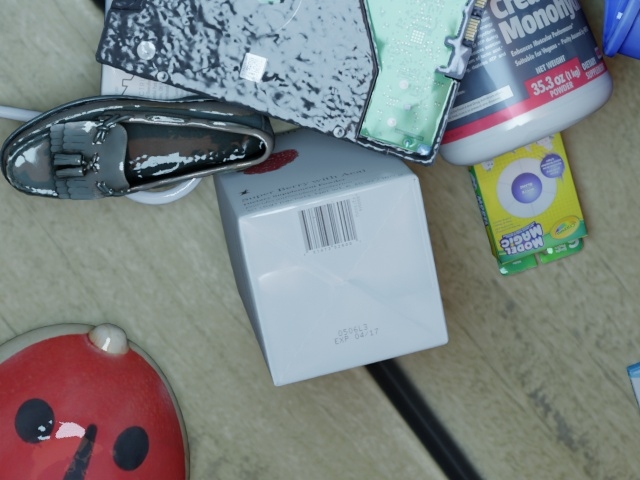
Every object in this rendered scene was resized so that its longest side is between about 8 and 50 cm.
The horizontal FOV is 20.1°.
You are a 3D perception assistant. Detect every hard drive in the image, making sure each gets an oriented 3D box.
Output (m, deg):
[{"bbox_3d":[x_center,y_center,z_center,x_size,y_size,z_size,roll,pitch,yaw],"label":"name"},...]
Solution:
[{"bbox_3d":[-0.018,-0.231,1.703,0.339,0.064,0.236,17,103,2],"label":"hard drive"}]

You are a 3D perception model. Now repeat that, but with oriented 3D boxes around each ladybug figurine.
[{"bbox_3d":[-0.295,0.300,1.910,0.305,0.162,0.449,15,101,-13],"label":"ladybug figurine"}]

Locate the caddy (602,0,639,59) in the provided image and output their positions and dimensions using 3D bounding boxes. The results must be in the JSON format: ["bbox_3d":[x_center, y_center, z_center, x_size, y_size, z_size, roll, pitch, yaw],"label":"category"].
[{"bbox_3d":[0.375,-0.320,1.772,0.179,0.241,0.341,22,130,3],"label":"caddy"}]

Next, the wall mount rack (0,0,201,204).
[{"bbox_3d":[-0.215,-0.218,1.812,0.304,0.130,0.350,1,104,-13],"label":"wall mount rack"}]

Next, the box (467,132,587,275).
[{"bbox_3d":[0.222,-0.053,1.966,0.105,0.043,0.179,-19,108,-3],"label":"box"}]

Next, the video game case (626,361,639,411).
[{"bbox_3d":[0.431,0.199,2.080,0.119,0.015,0.166,-21,107,-3],"label":"video game case"}]

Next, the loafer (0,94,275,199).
[{"bbox_3d":[-0.175,-0.090,1.744,0.268,0.084,0.096,-10,111,-9],"label":"loafer"}]

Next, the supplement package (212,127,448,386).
[{"bbox_3d":[0.000,0.000,1.811,0.178,0.293,0.175,-14,107,-6],"label":"supplement package"}]

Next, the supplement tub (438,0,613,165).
[{"bbox_3d":[0.161,-0.229,1.817,0.191,0.191,0.272,-25,96,-2],"label":"supplement tub"}]
